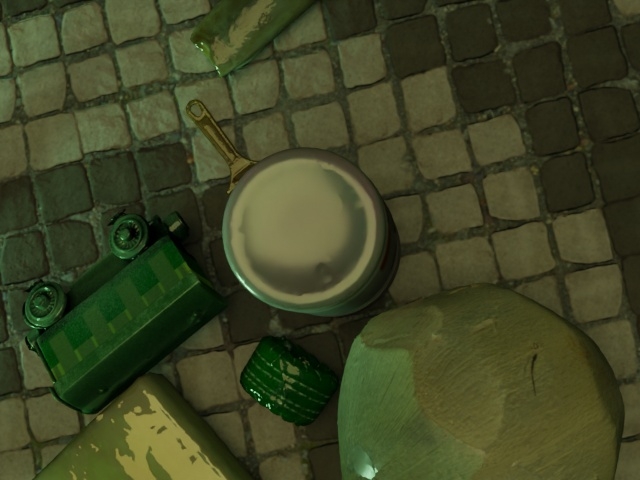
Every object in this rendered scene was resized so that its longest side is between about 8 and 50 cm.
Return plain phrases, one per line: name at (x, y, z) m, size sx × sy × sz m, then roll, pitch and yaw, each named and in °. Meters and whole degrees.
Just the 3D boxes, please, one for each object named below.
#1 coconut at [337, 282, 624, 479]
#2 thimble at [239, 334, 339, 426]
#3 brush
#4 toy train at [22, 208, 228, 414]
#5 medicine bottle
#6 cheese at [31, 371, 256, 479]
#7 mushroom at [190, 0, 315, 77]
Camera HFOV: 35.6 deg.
coconut at (0.178, 0.236, 1.271) m, size 0.360 × 0.346 × 0.346 m, roll -14°, pitch 82°, yaw -28°
thimble at (-0.047, 0.197, 1.422) m, size 0.130 × 0.118 × 0.090 m, roll 35°, pitch 96°, yaw 37°
brush at (-0.140, -0.134, 1.516) m, size 0.083 × 0.011 × 0.205 m, roll -39°, pitch 80°, yaw 5°
toy train at (-0.288, 0.096, 1.441) m, size 0.301 × 0.120 × 0.202 m, roll -39°, pitch 61°, yaw 3°
medicine bottle at (0.000, 0.000, 1.329) m, size 0.202 × 0.316 × 0.202 m, roll -1°, pitch 85°, yaw 7°
cheese at (-0.239, 0.365, 1.435) m, size 0.242 × 0.124 × 0.265 m, roll -44°, pitch 80°, yaw 7°
mushroom at (-0.060, -0.376, 1.492) m, size 0.312 × 0.081 × 0.100 m, roll -43°, pitch 77°, yaw 8°
